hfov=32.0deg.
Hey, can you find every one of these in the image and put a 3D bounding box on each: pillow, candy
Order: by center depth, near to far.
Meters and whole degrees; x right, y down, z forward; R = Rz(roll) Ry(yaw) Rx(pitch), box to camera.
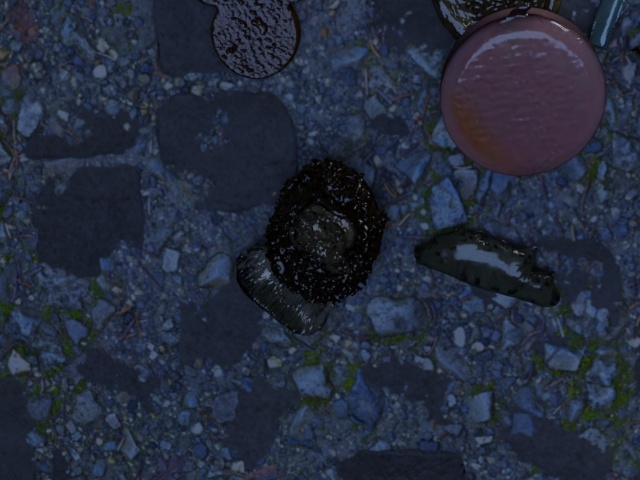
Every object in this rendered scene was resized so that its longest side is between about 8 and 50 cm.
[{"bbox_3d":[0.295,-0.225,1.637,0.255,0.094,0.255,3,113,7],"label":"candy"},{"bbox_3d":[0.268,0.033,1.748,0.241,0.051,0.093,19,107,5],"label":"pillow"}]

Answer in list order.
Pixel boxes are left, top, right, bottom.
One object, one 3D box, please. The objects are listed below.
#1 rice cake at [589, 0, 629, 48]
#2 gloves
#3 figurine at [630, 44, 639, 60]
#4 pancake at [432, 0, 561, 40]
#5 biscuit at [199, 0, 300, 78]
[{"bbox_3d":[0.436,-0.367,1.621,0.042,0.030,0.180,21,108,16],"label":"rice cake"},{"bbox_3d":[-0.006,-0.001,1.731,0.210,0.135,0.312,54,128,13],"label":"gloves"},{"bbox_3d":[0.592,-0.296,1.558,0.257,0.181,0.208,-44,56,15],"label":"figurine"},{"bbox_3d":[0.267,-0.367,1.653,0.184,0.020,0.190,43,107,-4],"label":"pancake"},{"bbox_3d":[-0.102,-0.364,1.696,0.179,0.039,0.236,1,106,6],"label":"biscuit"}]
